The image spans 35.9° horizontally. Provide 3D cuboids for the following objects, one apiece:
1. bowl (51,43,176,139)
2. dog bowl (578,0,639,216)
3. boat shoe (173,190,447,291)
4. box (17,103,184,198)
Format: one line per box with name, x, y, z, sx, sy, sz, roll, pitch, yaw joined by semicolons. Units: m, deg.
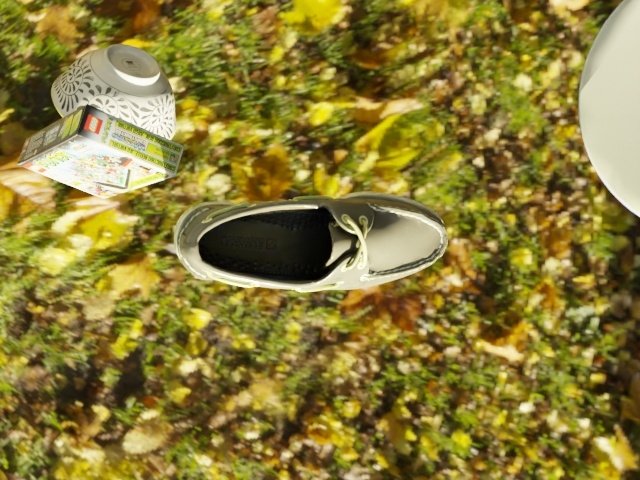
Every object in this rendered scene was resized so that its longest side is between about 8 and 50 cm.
bowl;-0.257;-0.203;1.287;0.170;0.170;0.080;6;131;-28
dog bowl;0.386;-0.134;0.936;0.104;0.265;0.265;-13;100;-57
boat shoe;0.000;0.005;1.055;0.305;0.091;0.109;-1;98;-13
box;-0.245;-0.093;1.083;0.114;0.207;0.036;22;74;-29
